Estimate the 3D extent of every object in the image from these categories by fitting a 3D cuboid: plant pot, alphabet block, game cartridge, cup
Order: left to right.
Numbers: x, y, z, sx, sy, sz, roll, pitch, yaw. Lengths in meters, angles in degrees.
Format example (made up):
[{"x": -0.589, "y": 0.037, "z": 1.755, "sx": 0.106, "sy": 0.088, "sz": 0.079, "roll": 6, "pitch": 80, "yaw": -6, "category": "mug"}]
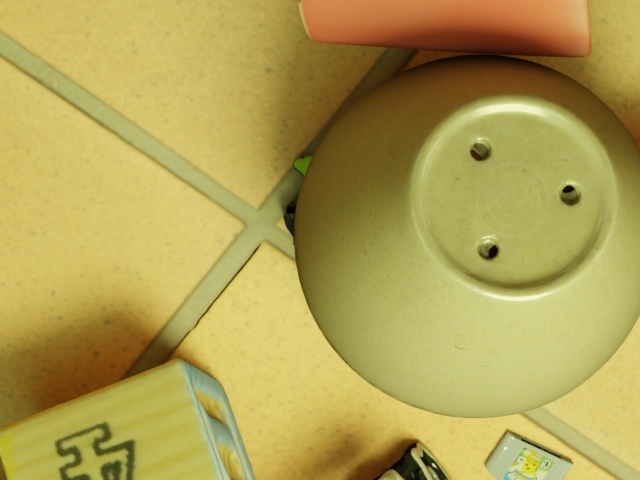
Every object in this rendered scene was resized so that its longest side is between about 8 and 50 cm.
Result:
[{"x": -0.174, "y": 0.245, "z": 1.813, "sx": 0.197, "sy": 0.192, "sz": 0.193, "roll": -22, "pitch": 74, "yaw": 5, "category": "alphabet block"}, {"x": 0.099, "y": -0.280, "z": 1.607, "sx": 0.243, "sy": 0.275, "sz": 0.275, "roll": -7, "pitch": 115, "yaw": 7, "category": "plant pot"}, {"x": 0.145, "y": -0.019, "z": 1.593, "sx": 0.331, "sy": 0.237, "sz": 0.331, "roll": 0, "pitch": 82, "yaw": -2, "category": "cup"}, {"x": 0.219, "y": 0.239, "z": 1.977, "sx": 0.083, "sy": 0.017, "sz": 0.056, "roll": 25, "pitch": 114, "yaw": -15, "category": "game cartridge"}]

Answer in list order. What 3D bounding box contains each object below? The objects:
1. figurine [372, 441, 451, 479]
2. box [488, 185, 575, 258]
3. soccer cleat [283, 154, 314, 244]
[{"x": 0.025, "y": 0.313, "z": 1.892, "sx": 0.209, "sy": 0.215, "sz": 0.092, "roll": -36, "pitch": 86, "yaw": 15, "category": "figurine"}, {"x": 0.221, "y": -0.011, "z": 1.780, "sx": 0.257, "sy": 0.128, "sz": 0.122, "roll": -4, "pitch": 82, "yaw": -3, "category": "box"}, {"x": 0.000, "y": 0.000, "z": 1.828, "sx": 0.072, "sy": 0.060, "sz": 0.179, "roll": 3, "pitch": 108, "yaw": 4, "category": "soccer cleat"}]
